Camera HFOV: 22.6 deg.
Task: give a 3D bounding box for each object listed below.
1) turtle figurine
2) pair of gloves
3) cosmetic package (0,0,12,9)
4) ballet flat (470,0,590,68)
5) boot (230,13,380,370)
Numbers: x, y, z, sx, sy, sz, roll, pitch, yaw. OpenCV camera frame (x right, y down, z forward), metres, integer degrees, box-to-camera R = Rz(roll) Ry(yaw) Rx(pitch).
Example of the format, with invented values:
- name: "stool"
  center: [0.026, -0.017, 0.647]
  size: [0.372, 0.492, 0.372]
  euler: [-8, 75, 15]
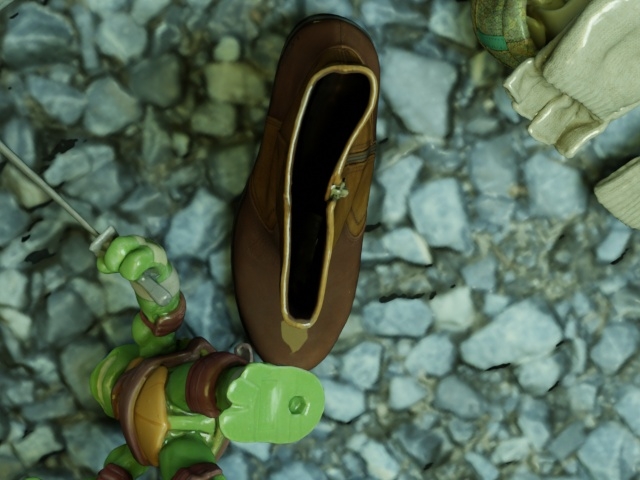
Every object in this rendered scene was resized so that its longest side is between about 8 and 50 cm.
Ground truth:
- name: "turtle figurine"
  center: [-0.135, 0.105, 1.012]
  size: [0.198, 0.266, 0.275]
  euler: [-50, 122, -14]
- name: "pair of gloves"
  center: [0.242, -0.101, 1.030]
  size: [0.204, 0.042, 0.240]
  euler: [-36, 139, 15]
- name: "cosmetic package"
  center: [-0.330, -0.126, 0.978]
  size: [0.224, 0.225, 0.138]
  euler: [-35, 105, 7]
- name: "ballet flat"
  center: [0.259, -0.210, 1.034]
  size: [0.348, 0.123, 0.123]
  euler: [-30, 105, 6]
- name: "boot"
  center: [0.000, 0.000, 0.998]
  size: [0.096, 0.280, 0.264]
  euler: [14, 105, -6]
